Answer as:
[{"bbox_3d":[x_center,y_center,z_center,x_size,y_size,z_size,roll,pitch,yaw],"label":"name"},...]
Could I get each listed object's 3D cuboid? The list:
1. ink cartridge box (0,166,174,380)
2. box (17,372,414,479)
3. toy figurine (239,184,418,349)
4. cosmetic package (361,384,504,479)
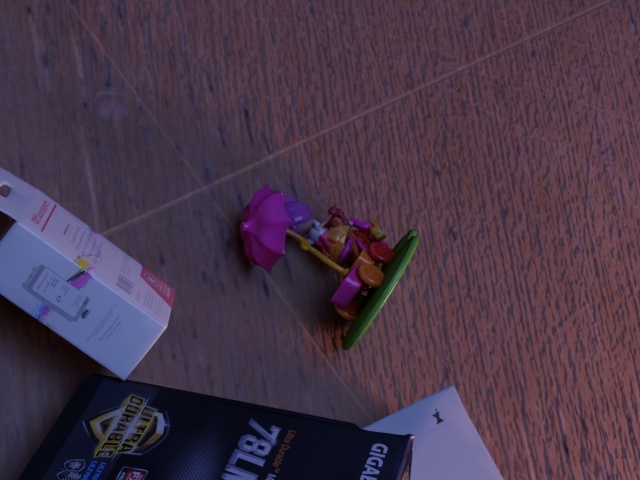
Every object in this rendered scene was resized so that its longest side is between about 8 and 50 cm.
[{"bbox_3d":[-0.228,0.026,1.471,0.198,0.067,0.115,37,11,-10],"label":"ink cartridge box"},{"bbox_3d":[-0.097,0.231,1.327,0.293,0.073,0.295,9,30,12],"label":"box"},{"bbox_3d":[0.000,0.000,1.640,0.159,0.130,0.173,33,31,-2],"label":"toy figurine"},{"bbox_3d":[0.031,0.327,1.488,0.377,0.097,0.284,-21,80,-36],"label":"cosmetic package"}]
